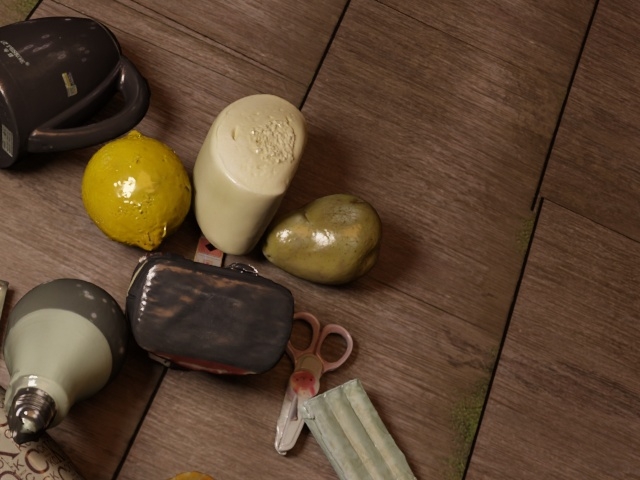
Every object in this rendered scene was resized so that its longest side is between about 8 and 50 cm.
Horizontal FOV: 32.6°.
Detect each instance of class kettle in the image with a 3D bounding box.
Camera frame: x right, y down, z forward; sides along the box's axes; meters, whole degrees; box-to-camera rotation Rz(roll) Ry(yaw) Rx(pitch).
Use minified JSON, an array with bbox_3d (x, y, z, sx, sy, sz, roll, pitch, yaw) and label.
[{"bbox_3d":[-0.429,-0.248,1.791,0.268,0.207,0.290,42,49,16],"label":"kettle"}]

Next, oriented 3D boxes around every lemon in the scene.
[{"bbox_3d":[-0.293,-0.075,1.752,0.173,0.173,0.206,-14,61,-24],"label":"lemon"}]

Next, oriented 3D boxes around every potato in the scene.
[{"bbox_3d":[0.000,0.000,1.820,0.194,0.157,0.157,-3,63,-17],"label":"potato"}]

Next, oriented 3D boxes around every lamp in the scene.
[{"bbox_3d":[-0.385,0.187,1.550,0.182,0.182,0.314,23,40,-4],"label":"lamp"}]

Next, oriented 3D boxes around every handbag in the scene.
[{"bbox_3d":[-0.176,0.116,1.684,0.254,0.181,0.181,11,89,-15],"label":"handbag"}]

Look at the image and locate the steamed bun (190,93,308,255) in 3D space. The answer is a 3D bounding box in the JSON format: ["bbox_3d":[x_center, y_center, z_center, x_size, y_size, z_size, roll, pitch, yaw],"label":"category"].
[{"bbox_3d":[-0.130,-0.114,1.807,0.154,0.200,0.250,27,45,-7],"label":"steamed bun"}]

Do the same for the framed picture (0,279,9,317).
[{"bbox_3d":[-0.581,0.166,1.580,0.213,0.016,0.289,18,61,-27],"label":"framed picture"}]

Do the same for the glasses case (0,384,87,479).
[{"bbox_3d":[-0.414,0.302,1.517,0.085,0.137,0.355,-42,88,-2],"label":"glasses case"}]

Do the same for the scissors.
[{"bbox_3d":[-0.026,0.231,1.754,0.118,0.030,0.242,21,58,-6],"label":"scissors"}]

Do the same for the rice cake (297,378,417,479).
[{"bbox_3d":[0.064,0.327,1.711,0.124,0.038,0.211,-20,78,-32],"label":"rice cake"}]

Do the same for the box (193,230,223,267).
[{"bbox_3d":[-0.183,0.010,1.835,0.046,0.012,0.083,16,57,-10],"label":"box"}]

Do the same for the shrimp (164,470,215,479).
[{"bbox_3d":[-0.192,0.423,1.596,0.124,0.034,0.178,-6,63,-17],"label":"shrimp"}]
